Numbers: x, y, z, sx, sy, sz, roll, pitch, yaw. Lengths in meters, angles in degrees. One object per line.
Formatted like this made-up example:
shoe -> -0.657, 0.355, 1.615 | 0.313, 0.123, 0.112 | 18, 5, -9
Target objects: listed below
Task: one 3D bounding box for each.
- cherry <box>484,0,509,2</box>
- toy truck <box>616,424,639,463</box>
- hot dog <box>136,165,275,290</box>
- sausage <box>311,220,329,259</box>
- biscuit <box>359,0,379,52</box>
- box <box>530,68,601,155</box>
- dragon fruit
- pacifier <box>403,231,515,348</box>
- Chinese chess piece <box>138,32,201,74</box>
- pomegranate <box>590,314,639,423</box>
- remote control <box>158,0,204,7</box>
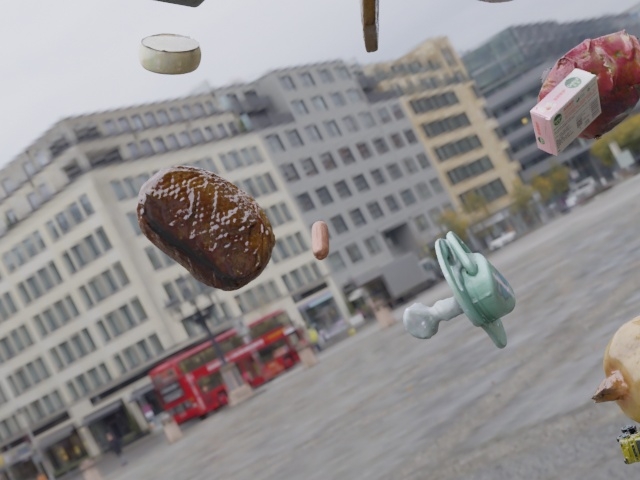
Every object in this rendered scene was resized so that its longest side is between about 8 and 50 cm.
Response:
cherry -> 0.312, -0.555, 1.897 | 0.221, 0.261, 0.307 | -46, 10, 7
toy truck -> 0.542, 0.347, 1.777 | 0.054, 0.049, 0.083 | -18, 2, 26
hot dog -> -0.181, -0.020, 1.620 | 0.160, 0.227, 0.099 | -49, 4, 11
sausage -> 0.000, 0.000, 1.999 | 0.034, 0.083, 0.034 | -2, -39, -2
biscuit -> 0.088, -0.462, 1.878 | 0.034, 0.215, 0.182 | 1, -13, 5
box -> 0.411, -0.214, 1.735 | 0.125, 0.043, 0.089 | -42, -43, -19
dragon fruit -> 0.536, -0.295, 2.104 | 0.161, 0.126, 0.274 | 12, -49, -33
pacifier -> 0.138, 0.059, 1.092 | 0.117, 0.126, 0.150 | -28, -30, 19
Chinese chess piece -> -0.292, -0.361, 2.011 | 0.122, 0.051, 0.122 | 5, 27, -3
pomegranate -> 0.582, 0.218, 1.760 | 0.207, 0.207, 0.207 | -27, -4, -2
remote control -> -0.260, -0.424, 1.747 | 0.050, 0.027, 0.184 | -38, -18, 32
